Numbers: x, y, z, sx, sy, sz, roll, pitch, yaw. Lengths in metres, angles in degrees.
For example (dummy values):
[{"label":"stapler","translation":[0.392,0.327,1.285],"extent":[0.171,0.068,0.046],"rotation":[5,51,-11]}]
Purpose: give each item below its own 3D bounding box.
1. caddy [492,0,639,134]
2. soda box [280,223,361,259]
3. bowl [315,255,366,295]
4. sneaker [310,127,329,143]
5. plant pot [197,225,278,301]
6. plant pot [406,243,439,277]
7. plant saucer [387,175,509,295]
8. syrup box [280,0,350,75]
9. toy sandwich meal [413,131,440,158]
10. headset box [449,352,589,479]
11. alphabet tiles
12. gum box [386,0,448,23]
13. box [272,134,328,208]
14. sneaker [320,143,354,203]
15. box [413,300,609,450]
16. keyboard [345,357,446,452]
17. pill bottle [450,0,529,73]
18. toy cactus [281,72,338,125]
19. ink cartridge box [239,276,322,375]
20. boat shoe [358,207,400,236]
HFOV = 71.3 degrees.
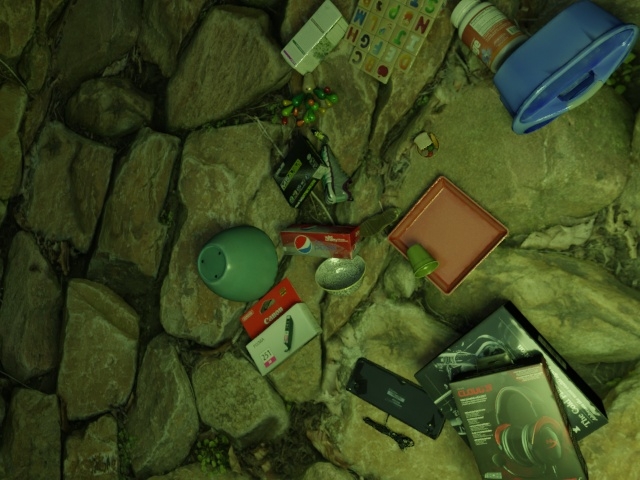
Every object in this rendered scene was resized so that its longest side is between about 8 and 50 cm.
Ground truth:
[{"label":"caddy","translation":[0.613,-0.417,1.127],"extent":[0.341,0.241,0.179],"rotation":[-40,66,20]},{"label":"soda box","translation":[0.000,0.000,1.490],"extent":[0.263,0.083,0.092],"rotation":[3,112,28]},{"label":"bowl","translation":[0.075,0.127,1.447],"extent":[0.170,0.170,0.080],"rotation":[-1,131,27]},{"label":"sneaker","translation":[-0.006,-0.365,1.555],"extent":[0.083,0.035,0.031],"rotation":[37,104,24]},{"label":"plant pot","translation":[-0.326,0.084,1.607],"extent":[0.290,0.195,0.290],"rotation":[-1,87,27]},{"label":"plant pot","translation":[0.292,0.055,1.309],"extent":[0.083,0.083,0.079],"rotation":[-39,59,20]},{"label":"plant saucer","translation":[0.375,-0.015,1.334],"extent":[0.259,0.047,0.258],"rotation":[46,107,22]},{"label":"syrup box","translation":[-0.015,-0.694,1.545],"extent":[0.237,0.093,0.096],"rotation":[-41,71,20]},{"label":"toy sandwich meal","translation":[0.330,-0.296,1.382],"extent":[0.085,0.029,0.086],"rotation":[-2,87,27]},{"label":"headset box","translation":[0.449,0.411,1.037],"extent":[0.218,0.110,0.293],"rotation":[-22,78,25]},{"label":"alphabet tiles","translation":[0.220,-0.695,1.413],"extent":[0.285,0.011,0.342],"rotation":[40,122,25]},{"label":"gum box","translation":[0.291,-0.762,1.408],"extent":[0.188,0.062,0.107],"rotation":[46,108,22]},{"label":"box","translation":[-0.073,-0.236,1.534],"extent":[0.191,0.045,0.184],"rotation":[-52,49,25]},{"label":"sneaker","translation":[0.054,-0.224,1.512],"extent":[0.098,0.083,0.224],"rotation":[-2,69,-12]},{"label":"box","translation":[0.490,0.392,1.180],"extent":[0.312,0.179,0.343],"rotation":[-46,69,19]},{"label":"keyboard","translation":[0.224,0.521,1.393],"extent":[0.317,0.033,0.202],"rotation":[22,91,27]},{"label":"pill bottle","translation":[0.475,-0.593,1.272],"extent":[0.121,0.121,0.216],"rotation":[-41,70,19]},{"label":"toy cactus","translation":[-0.047,-0.501,1.558],"extent":[0.219,0.112,0.181],"rotation":[-14,71,35]},{"label":"ink cartridge box","translation":[-0.161,0.303,1.587],"extent":[0.275,0.060,0.239],"rotation":[-42,71,19]},{"label":"boat shoe","translation":[0.190,-0.059,1.439],"extent":[0.153,0.048,0.056],"rotation":[-36,84,28]}]
